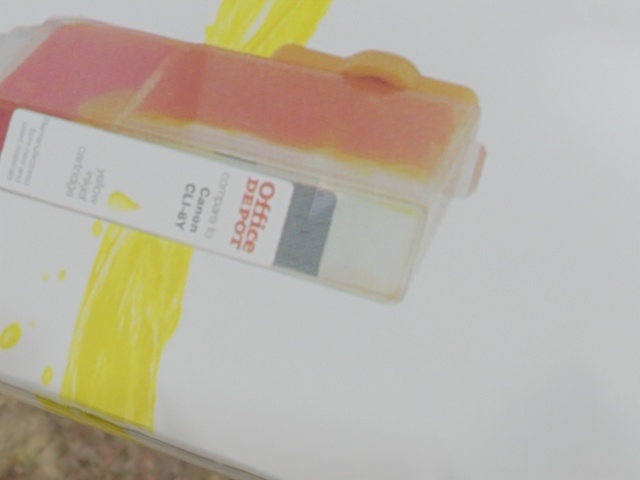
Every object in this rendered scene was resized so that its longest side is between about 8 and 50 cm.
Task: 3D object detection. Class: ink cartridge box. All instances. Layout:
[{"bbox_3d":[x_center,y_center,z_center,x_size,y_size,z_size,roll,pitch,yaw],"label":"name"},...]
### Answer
[{"bbox_3d":[0.000,0.000,0.512,0.384,0.160,0.279,17,-6,25],"label":"ink cartridge box"}]
